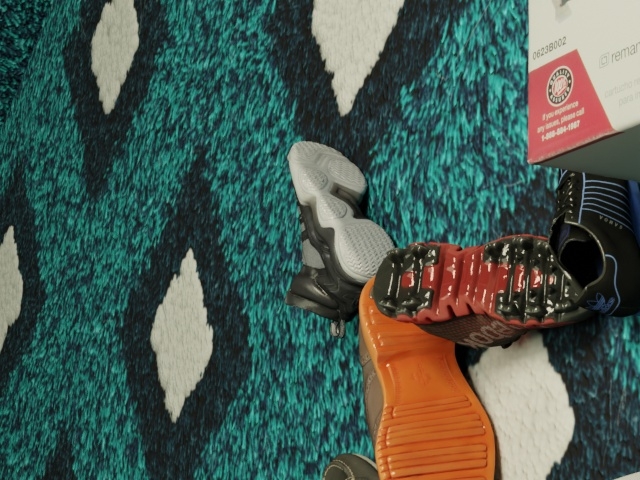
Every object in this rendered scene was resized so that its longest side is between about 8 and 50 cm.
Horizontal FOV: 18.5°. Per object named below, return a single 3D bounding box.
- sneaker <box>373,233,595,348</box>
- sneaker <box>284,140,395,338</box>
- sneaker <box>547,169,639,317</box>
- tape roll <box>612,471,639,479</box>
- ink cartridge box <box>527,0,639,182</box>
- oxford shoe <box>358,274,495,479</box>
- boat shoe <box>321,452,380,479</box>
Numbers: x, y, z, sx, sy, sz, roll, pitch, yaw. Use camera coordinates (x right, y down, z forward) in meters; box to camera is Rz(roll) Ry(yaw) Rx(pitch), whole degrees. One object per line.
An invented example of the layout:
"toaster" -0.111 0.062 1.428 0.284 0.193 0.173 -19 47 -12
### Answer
"sneaker" 0.194 0.057 2.062 0.276 0.135 0.098 -2 68 41
"sneaker" 0.000 0.000 2.464 0.153 0.101 0.269 -63 35 31
"sneaker" 0.264 -0.023 1.937 0.081 0.090 0.232 -60 34 39
"tape roll" 0.280 0.331 1.588 0.100 0.286 0.286 37 117 61
"ink cartridge box" 0.324 -0.271 1.796 0.279 0.160 0.385 -22 64 61
"oxford shoe" 0.114 0.214 2.189 0.133 0.130 0.364 98 168 -54
"boat shoe" 0.047 0.362 2.281 0.112 0.095 0.335 -68 30 29
